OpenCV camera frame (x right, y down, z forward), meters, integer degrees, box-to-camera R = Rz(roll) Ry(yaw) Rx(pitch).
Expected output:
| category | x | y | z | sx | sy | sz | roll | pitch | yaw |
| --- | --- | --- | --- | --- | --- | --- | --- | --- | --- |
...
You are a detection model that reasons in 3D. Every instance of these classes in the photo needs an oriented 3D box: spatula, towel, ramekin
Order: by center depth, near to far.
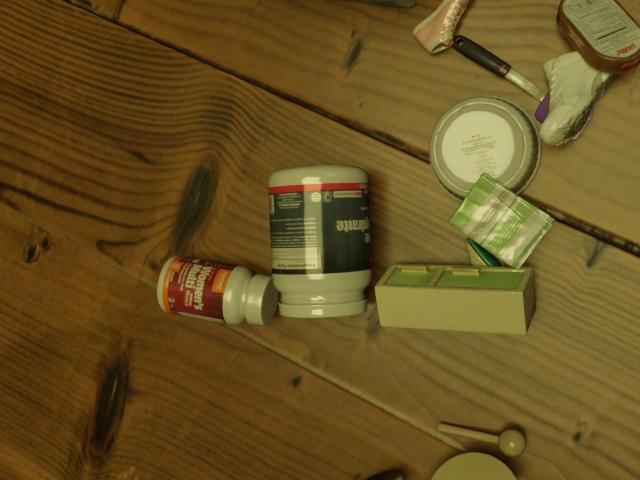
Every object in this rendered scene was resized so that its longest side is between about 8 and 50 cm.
| category | x | y | z | sx | sy | sz | roll | pitch | yaw |
| --- | --- | --- | --- | --- | --- | --- | --- | --- | --- |
| towel | 0.315 | -0.032 | 1.432 | 0.152 | 0.023 | 0.113 | 35 | 107 | 3 |
| ramekin | 0.294 | -0.165 | 1.490 | 0.207 | 0.109 | 0.207 | 1 | 92 | 16 |
| spatula | 0.364 | -0.295 | 1.505 | 0.296 | 0.030 | 0.084 | 37 | 98 | 12 |

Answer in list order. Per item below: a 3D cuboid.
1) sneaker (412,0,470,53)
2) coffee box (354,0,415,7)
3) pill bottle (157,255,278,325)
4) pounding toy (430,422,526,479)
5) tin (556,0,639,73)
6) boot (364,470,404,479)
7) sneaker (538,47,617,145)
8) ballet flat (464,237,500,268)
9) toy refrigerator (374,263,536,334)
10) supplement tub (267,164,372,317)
| category | x | y | z | sx | sy | sz | roll | pitch | yaw |
| --- | --- | --- | --- | --- | --- | --- | --- | --- | --- |
| sneaker | 0.240 | -0.402 | 1.522 | 0.134 | 0.051 | 0.070 | -39 | 67 | 22 |
| coffee box | 0.010 | -0.631 | 1.436 | 0.337 | 0.338 | 0.335 | 12 | 95 | 15 |
| pill bottle | -0.204 | 0.104 | 1.642 | 0.221 | 0.121 | 0.121 | 8 | 95 | 16 |
| pounding toy | 0.301 | 0.473 | 1.533 | 0.182 | 0.110 | 0.237 | -2 | 62 | 27 |
| tin | 0.484 | -0.366 | 1.418 | 0.106 | 0.040 | 0.190 | -25 | 58 | -2 |
| boot | 0.098 | 0.583 | 1.586 | 0.262 | 0.095 | 0.203 | -36 | 82 | 16 |
| sneaker | 0.429 | -0.262 | 1.434 | 0.115 | 0.090 | 0.232 | 31 | 67 | 20 |
| ballet flat | 0.320 | 0.066 | 1.522 | 0.168 | 0.057 | 0.052 | 44 | 113 | 11 |
| toy refrigerator | 0.244 | 0.100 | 1.486 | 0.269 | 0.102 | 0.094 | 1 | 114 | 26 |
| supplement tub | 0.000 | 0.000 | 1.541 | 0.191 | 0.191 | 0.272 | -2 | 92 | 17 |
